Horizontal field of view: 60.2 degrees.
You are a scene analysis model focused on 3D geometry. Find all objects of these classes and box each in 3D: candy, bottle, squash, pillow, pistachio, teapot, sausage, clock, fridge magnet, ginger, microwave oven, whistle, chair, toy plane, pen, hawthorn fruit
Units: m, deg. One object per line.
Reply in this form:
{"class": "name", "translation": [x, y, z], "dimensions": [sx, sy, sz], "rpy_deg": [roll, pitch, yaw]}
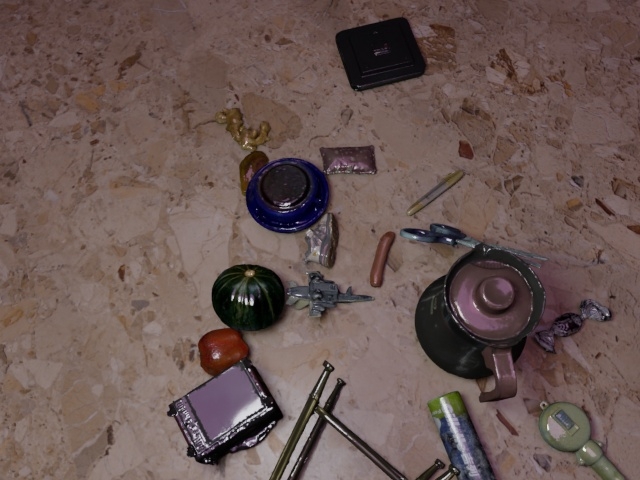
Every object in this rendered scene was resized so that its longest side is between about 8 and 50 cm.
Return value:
{"class": "candy", "translation": [0.705, 0.237, 1.546], "dimensions": [0.226, 0.051, 0.094], "rpy_deg": [-25, 70, -7]}
{"class": "bottle", "translation": [0.378, 0.557, 1.408], "dimensions": [0.093, 0.093, 0.330], "rpy_deg": [-19, 66, -4]}
{"class": "squash", "translation": [-0.204, 0.162, 1.574], "dimensions": [0.218, 0.218, 0.172], "rpy_deg": [11, 105, 9]}
{"class": "pillow", "translation": [0.090, -0.267, 1.817], "dimensions": [0.185, 0.043, 0.118], "rpy_deg": [-4, 64, 2]}
{"class": "pistachio", "translation": [-0.229, -0.230, 1.822], "dimensions": [0.090, 0.049, 0.172], "rpy_deg": [11, 67, 9]}
{"class": "teapot", "translation": [0.409, 0.218, 1.407], "dimensions": [0.306, 0.361, 0.375], "rpy_deg": [-5, 67, 2]}
{"class": "sausage", "translation": [0.185, 0.053, 1.672], "dimensions": [0.043, 0.043, 0.186], "rpy_deg": [14, 68, 10]}
{"class": "clock", "translation": [0.213, -0.678, 1.984], "dimensions": [0.279, 0.049, 0.273], "rpy_deg": [-15, 66, -2]}
{"class": "fridge magnet", "translation": [-0.106, -0.149, 1.742], "dimensions": [0.266, 0.112, 0.265], "rpy_deg": [-1, 66, 3]}
{"class": "ginger", "translation": [-0.269, -0.383, 1.891], "dimensions": [0.193, 0.052, 0.176], "rpy_deg": [-4, 61, 2]}
{"class": "microwave oven", "translation": [-0.241, 0.455, 1.456], "dimensions": [0.247, 0.178, 0.188], "rpy_deg": [-30, 65, -8]}
{"class": "whistle", "translation": [0.665, 0.517, 1.419], "dimensions": [0.126, 0.067, 0.258], "rpy_deg": [-38, 71, -10]}
{"class": "chair", "translation": [0.040, 0.577, 1.296], "dimensions": [0.362, 0.364, 0.410], "rpy_deg": [37, 79, 17]}
{"class": "toy plane", "translation": [0.029, 0.153, 1.617], "dimensions": [0.262, 0.088, 0.192], "rpy_deg": [-3, 39, -1]}
{"class": "pen", "translation": [0.361, -0.154, 1.754], "dimensions": [0.233, 0.032, 0.040], "rpy_deg": [-36, 45, -10]}
{"class": "hawthorn fruit", "translation": [-0.274, 0.310, 1.554], "dimensions": [0.138, 0.133, 0.132], "rpy_deg": [-12, 65, -18]}

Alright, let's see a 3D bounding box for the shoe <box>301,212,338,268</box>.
{"class": "shoe", "translation": [0.000, 0.000, 1.691], "dimensions": [0.092, 0.089, 0.180], "rpy_deg": [0, 64, 17]}

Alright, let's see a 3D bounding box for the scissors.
{"class": "scissors", "translation": [0.429, 0.012, 1.521], "dimensions": [0.384, 0.256, 0.029], "rpy_deg": [19, 108, 37]}
